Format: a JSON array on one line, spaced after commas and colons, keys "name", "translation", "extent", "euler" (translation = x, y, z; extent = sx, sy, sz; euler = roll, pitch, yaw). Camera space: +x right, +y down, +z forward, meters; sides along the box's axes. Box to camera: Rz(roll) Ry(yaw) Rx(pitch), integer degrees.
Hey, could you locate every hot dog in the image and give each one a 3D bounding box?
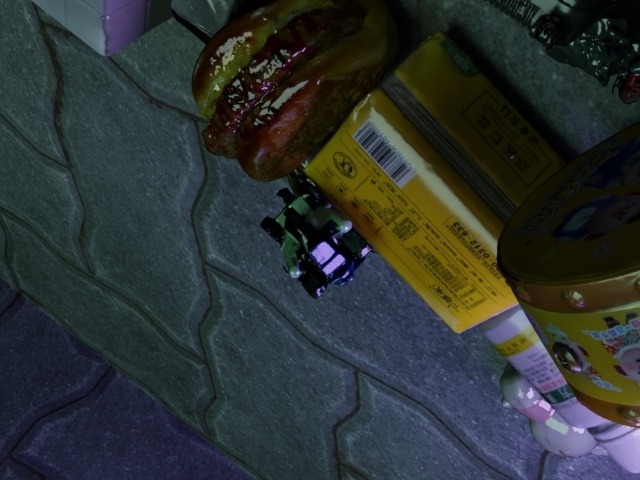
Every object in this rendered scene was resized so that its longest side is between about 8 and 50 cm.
[{"name": "hot dog", "translation": [-0.070, -0.254, 1.440], "extent": [0.405, 0.223, 0.185], "euler": [-43, 67, 41]}]

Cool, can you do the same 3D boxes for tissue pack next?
[{"name": "tissue pack", "translation": [0.201, -0.080, 1.394], "extent": [0.382, 0.228, 0.293], "euler": [48, 150, 1]}]

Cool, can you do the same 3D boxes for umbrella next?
[{"name": "umbrella", "translation": [0.261, -0.336, 1.144], "extent": [0.349, 0.094, 0.143], "euler": [44, 179, 16]}]

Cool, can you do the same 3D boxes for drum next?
[{"name": "drum", "translation": [0.434, 0.012, 1.054], "extent": [0.431, 0.431, 0.214], "euler": [-12, 117, 53]}]

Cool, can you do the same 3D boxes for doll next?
[{"name": "doll", "translation": [0.428, 0.321, 1.669], "extent": [0.275, 0.113, 0.155], "euler": [54, 144, -9]}]

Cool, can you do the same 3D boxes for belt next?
[{"name": "belt", "translation": [-0.142, -0.439, 1.451], "extent": [0.164, 0.184, 0.289], "euler": [45, 142, 11]}]

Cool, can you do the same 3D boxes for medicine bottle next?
[{"name": "medicine bottle", "translation": [0.438, 0.190, 1.432], "extent": [0.339, 0.208, 0.208], "euler": [47, 147, 1]}]

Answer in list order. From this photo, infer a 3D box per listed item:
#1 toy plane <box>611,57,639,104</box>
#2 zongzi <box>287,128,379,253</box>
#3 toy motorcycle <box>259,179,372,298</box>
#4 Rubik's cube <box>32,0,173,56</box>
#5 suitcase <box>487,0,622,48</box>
[{"name": "toy plane", "translation": [0.426, -0.222, 1.165], "extent": [0.060, 0.037, 0.145], "euler": [31, 145, 17]}, {"name": "zongzi", "translation": [0.064, -0.093, 1.634], "extent": [0.289, 0.123, 0.260], "euler": [15, 132, 39]}, {"name": "toy motorcycle", "translation": [0.000, 0.000, 1.502], "extent": [0.196, 0.125, 0.331], "euler": [46, -176, -11]}, {"name": "Rubik's cube", "translation": [-0.352, -0.540, 1.475], "extent": [0.290, 0.292, 0.291], "euler": [38, 147, 13]}, {"name": "suitcase", "translation": [0.265, -0.338, 0.978], "extent": [0.202, 0.312, 0.128], "euler": [39, 135, 13]}]
